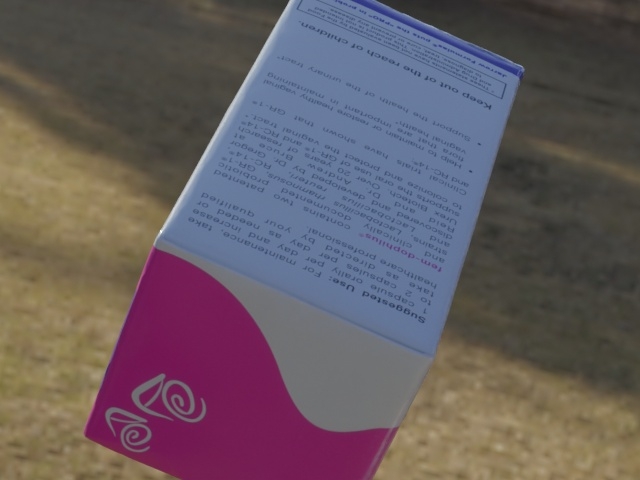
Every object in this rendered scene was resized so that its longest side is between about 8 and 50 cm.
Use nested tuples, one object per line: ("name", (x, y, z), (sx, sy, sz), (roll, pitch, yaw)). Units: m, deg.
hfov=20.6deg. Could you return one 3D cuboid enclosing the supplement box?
("supplement box", (0.000, 0.000, 0.729), (0.114, 0.111, 0.220), (23, 36, -2))
